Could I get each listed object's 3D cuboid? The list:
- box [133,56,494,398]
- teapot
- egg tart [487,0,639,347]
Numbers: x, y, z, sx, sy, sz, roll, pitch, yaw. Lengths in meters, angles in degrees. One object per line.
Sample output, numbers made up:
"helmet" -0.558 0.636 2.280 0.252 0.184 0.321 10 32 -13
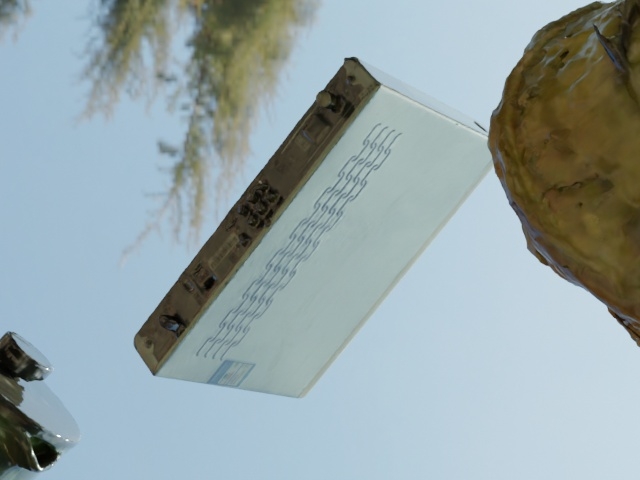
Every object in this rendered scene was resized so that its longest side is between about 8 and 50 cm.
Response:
"box" 0.000 0.000 1.003 0.211 0.270 0.045 16 -153 -51
"teapot" -0.394 0.207 1.244 0.337 0.200 0.270 -46 -133 -2
"egg tart" 0.178 -0.044 0.597 0.213 0.090 0.212 7 -124 -10
